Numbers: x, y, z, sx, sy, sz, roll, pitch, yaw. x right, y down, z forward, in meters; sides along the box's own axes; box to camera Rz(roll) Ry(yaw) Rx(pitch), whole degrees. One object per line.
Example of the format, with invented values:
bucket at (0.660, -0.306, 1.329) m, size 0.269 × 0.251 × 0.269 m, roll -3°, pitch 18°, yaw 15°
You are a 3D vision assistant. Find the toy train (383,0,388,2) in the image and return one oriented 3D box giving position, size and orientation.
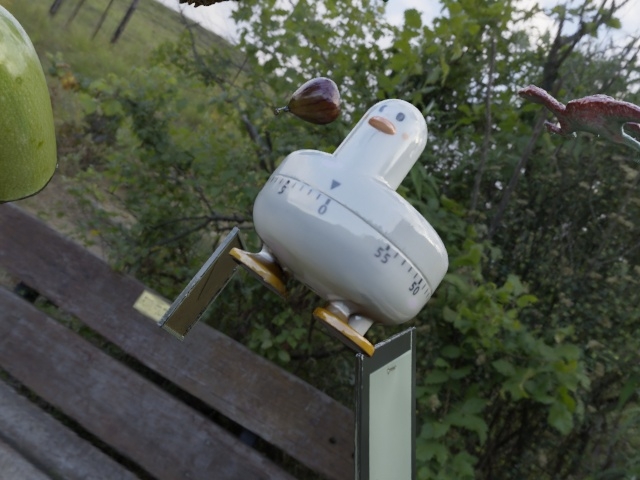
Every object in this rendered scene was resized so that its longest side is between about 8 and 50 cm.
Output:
toy train at (0.059, -0.407, 0.772) m, size 0.172 × 0.070 × 0.100 m, roll 30°, pitch 40°, yaw -39°

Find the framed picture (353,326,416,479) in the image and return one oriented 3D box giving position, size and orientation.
framed picture at (0.105, 0.320, 0.867) m, size 0.016 × 0.347 × 0.265 m, roll 1°, pitch 2°, yaw 26°

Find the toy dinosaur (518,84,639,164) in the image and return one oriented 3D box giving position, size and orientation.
toy dinosaur at (0.363, -0.160, 0.728) m, size 0.167 × 0.053 × 0.242 m, roll 37°, pitch 4°, yaw -5°

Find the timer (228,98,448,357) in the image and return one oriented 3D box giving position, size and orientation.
timer at (0.044, -0.020, 0.654) m, size 0.233 × 0.240 × 0.233 m, roll 35°, pitch -10°, yaw 7°

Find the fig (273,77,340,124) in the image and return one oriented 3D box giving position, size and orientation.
fig at (-0.026, -0.248, 1.033) m, size 0.125 × 0.089 × 0.089 m, roll -10°, pitch 6°, yaw -7°

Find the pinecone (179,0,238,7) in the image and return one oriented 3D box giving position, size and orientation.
pinecone at (-0.154, -0.513, 0.915) m, size 0.264 × 0.264 × 0.264 m, roll 30°, pitch 0°, yaw 0°

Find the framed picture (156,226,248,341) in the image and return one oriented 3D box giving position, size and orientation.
framed picture at (-0.240, 0.098, 1.203) m, size 0.016 × 0.250 × 0.184 m, roll 33°, pitch -15°, yaw 10°

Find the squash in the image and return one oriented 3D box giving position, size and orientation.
squash at (-0.364, -0.158, 0.620) m, size 0.132 × 0.133 × 0.247 m, roll 30°, pitch -34°, yaw -2°
